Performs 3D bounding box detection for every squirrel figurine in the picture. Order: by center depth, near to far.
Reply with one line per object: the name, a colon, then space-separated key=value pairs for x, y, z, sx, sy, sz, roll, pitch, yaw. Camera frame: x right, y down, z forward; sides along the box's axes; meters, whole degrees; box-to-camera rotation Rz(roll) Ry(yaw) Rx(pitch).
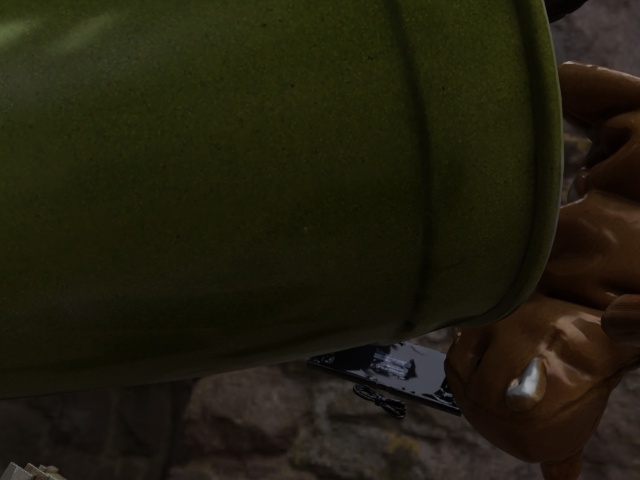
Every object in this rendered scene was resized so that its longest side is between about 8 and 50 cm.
squirrel figurine: x=0.320 y=0.073 z=0.994 sx=0.397 sy=0.370 sz=0.281 roll=23 pitch=-28 yaw=35

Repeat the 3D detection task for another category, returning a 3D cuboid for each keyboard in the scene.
keyboard: x=0.075 y=0.152 z=1.127 sx=0.180 sy=0.108 sz=0.023 roll=16 pitch=-49 yaw=8

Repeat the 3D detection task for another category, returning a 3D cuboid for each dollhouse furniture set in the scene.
dollhouse furniture set: x=-0.393 y=0.406 z=1.427 sx=0.129 sy=0.129 sz=0.184 roll=30 pitch=-11 yaw=10

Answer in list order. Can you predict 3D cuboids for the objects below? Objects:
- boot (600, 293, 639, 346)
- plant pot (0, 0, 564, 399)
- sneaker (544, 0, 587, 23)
boot: x=0.354 y=0.105 z=0.634 sx=0.264 sy=0.096 sz=0.280 roll=26 pitch=-19 yaw=-13
plant pot: x=-0.111 y=-0.063 z=0.595 sx=0.353 sy=0.367 sz=0.366 roll=-20 pitch=-3 yaw=-19
sneaker: x=0.129 y=-0.281 z=0.943 sx=0.286 sy=0.109 sz=0.130 roll=9 pitch=-24 yaw=10
